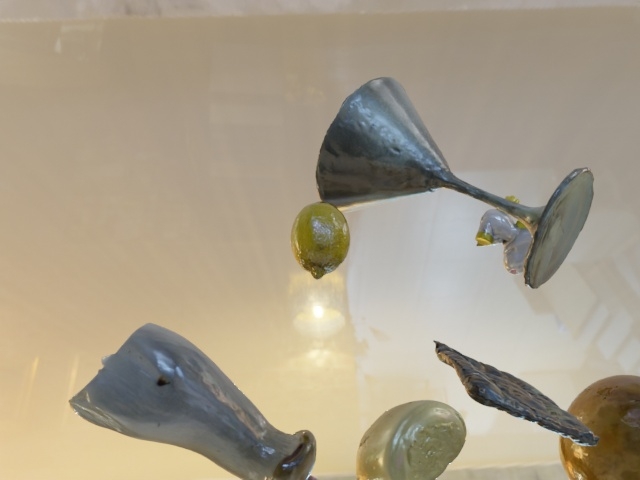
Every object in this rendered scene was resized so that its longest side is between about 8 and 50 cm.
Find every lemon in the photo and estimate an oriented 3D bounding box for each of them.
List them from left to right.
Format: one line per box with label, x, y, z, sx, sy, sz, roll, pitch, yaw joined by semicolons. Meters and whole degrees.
lemon;0.000;0.000;1.029;0.082;0.110;0.082;-1;-28;-1

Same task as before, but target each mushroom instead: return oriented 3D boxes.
mushroom;-0.164;0.245;1.044;0.329;0.122;0.159;33;-86;2

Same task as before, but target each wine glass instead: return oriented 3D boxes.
wine glass;0.224;-0.098;1.278;0.406;0.267;0.267;27;-28;33

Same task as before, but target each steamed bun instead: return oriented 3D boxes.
steamed bun;0.195;0.483;1.819;0.166;0.273;0.232;58;-25;-8

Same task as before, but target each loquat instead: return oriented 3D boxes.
loquat;0.568;0.378;1.381;0.263;0.263;0.263;-2;-41;-2

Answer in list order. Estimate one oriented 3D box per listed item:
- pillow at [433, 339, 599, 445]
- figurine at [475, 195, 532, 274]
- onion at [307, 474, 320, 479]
pillow;0.263;0.211;1.075;0.189;0.255;0.034;27;-86;-6
figurine;0.408;-0.001;1.573;0.129;0.178;0.109;-53;-23;16
onion;-0.062;0.571;1.508;0.273;0.285;0.273;4;-77;17
